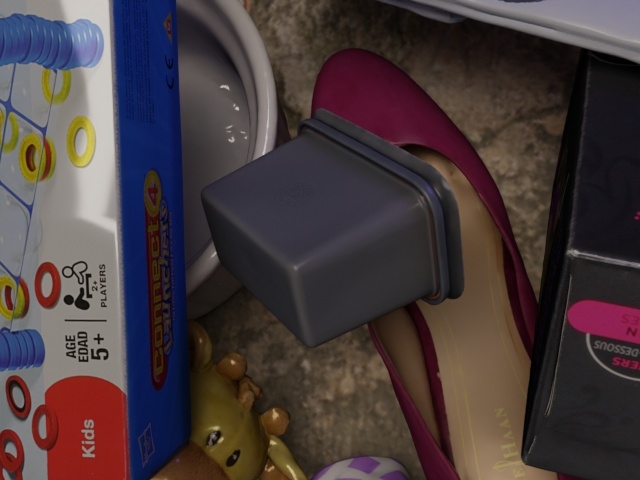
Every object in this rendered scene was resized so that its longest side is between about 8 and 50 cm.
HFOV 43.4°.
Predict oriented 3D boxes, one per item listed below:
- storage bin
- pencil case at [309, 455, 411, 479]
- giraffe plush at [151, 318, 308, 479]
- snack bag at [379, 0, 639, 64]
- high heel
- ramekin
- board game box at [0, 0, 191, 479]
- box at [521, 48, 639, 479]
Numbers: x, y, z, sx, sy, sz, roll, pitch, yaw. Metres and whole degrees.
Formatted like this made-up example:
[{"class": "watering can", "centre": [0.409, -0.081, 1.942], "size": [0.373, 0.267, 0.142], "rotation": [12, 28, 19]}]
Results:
[{"class": "storage bin", "centre": [0.000, 0.000, 0.446], "size": [0.091, 0.098, 0.135], "rotation": [-27, 38, -21]}, {"class": "pencil case", "centre": [0.046, 0.220, 0.464], "size": [0.086, 0.206, 0.088], "rotation": [10, 117, -25]}, {"class": "giraffe plush", "centre": [-0.104, 0.147, 0.500], "size": [0.170, 0.181, 0.210], "rotation": [-25, 44, 26]}, {"class": "snack bag", "centre": [0.154, -0.229, 0.515], "size": [0.342, 0.037, 0.323], "rotation": [23, 56, 24]}, {"class": "high heel", "centre": [0.075, 0.018, 0.497], "size": [0.127, 0.181, 0.377], "rotation": [-26, 75, 5]}, {"class": "ramekin", "centre": [-0.151, -0.060, 0.581], "size": [0.277, 0.135, 0.277], "rotation": [-2, 78, 11]}, {"class": "board game box", "centre": [-0.226, -0.039, 0.407], "size": [0.302, 0.086, 0.308], "rotation": [-1, 94, 9]}, {"class": "box", "centre": [0.209, -0.011, 0.428], "size": [0.165, 0.143, 0.270], "rotation": [10, 41, 13]}]
